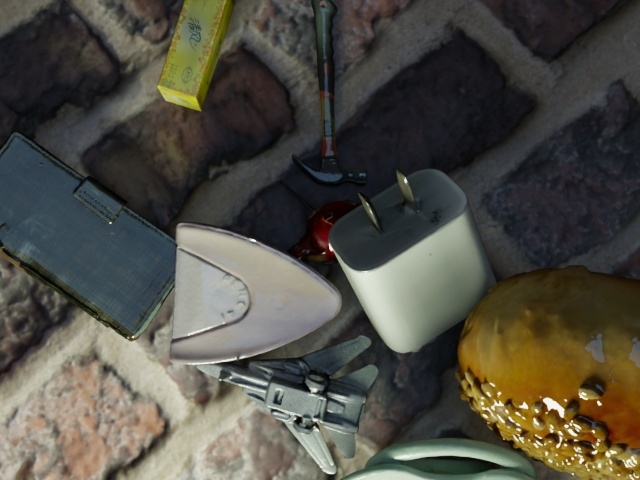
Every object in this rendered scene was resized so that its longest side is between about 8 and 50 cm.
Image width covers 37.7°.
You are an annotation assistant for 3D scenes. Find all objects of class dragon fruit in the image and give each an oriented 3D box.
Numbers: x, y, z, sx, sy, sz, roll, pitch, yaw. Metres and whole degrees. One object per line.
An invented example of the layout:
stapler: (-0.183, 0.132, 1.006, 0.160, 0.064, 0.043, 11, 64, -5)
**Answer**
dragon fruit: (0.000, 0.000, 1.367, 0.191, 0.094, 0.094, -25, 87, 8)

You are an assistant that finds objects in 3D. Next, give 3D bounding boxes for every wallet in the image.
wallet: (-0.353, -0.005, 1.357, 0.317, 0.044, 0.169, 34, 80, -6)

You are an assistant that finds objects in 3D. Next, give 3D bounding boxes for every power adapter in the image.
power adapter: (0.120, 0.009, 1.283, 0.187, 0.124, 0.255, -33, 132, -5)

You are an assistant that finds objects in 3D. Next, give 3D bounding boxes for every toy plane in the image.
toy plane: (-0.063, 0.211, 1.344, 0.267, 0.088, 0.212, 15, 98, 0)

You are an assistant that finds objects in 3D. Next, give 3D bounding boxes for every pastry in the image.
pastry: (0.376, 0.192, 1.230, 0.410, 0.409, 0.245, 19, 75, -1)

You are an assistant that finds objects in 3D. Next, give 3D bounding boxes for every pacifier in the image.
pacifier: (0.164, 0.409, 1.248, 0.344, 0.269, 0.288, -1, 128, -1)

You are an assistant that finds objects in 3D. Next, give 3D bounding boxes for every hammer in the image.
hammer: (0.010, -0.223, 1.408, 0.111, 0.033, 0.287, -1, 86, -3)

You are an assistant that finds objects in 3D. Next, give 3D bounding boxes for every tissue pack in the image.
tissue pack: (-0.179, -0.287, 1.372, 0.062, 0.095, 0.176, 18, 85, 0)

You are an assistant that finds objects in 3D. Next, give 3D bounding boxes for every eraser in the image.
eraser: (-0.092, 0.082, 1.346, 0.243, 0.059, 0.204, 4, 92, 0)
